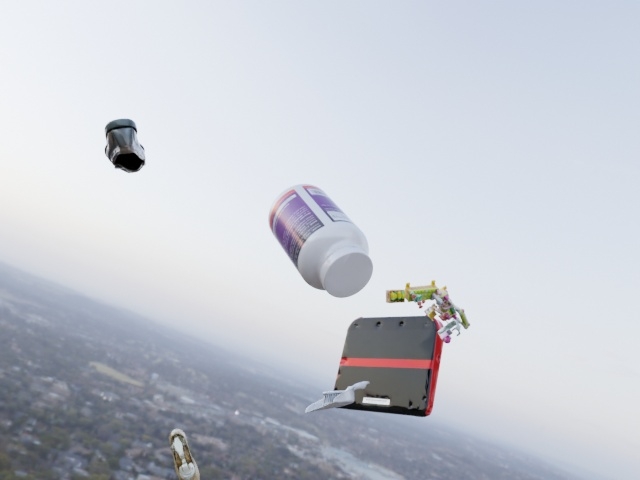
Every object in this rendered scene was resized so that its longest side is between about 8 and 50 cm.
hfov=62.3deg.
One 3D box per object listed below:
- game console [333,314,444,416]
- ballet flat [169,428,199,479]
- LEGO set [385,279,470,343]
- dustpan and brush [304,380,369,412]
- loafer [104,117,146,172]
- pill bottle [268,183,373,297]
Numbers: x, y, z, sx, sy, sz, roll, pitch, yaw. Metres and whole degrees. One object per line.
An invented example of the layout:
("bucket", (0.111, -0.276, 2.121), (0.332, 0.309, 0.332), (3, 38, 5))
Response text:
("game console", (0.229, 0.419, 1.815), (0.386, 0.342, 0.060), (-9, -35, 38))
("ballet flat", (-0.467, 0.744, 1.796), (0.206, 0.073, 0.067), (63, -15, 13))
("LEGO set", (0.316, 0.190, 1.460), (0.287, 0.132, 0.107), (34, 10, -32))
("dustpan and brush", (0.069, 0.450, 1.552), (0.211, 0.060, 0.147), (5, -28, -36))
("loafer", (-0.480, -0.207, 1.307), (0.096, 0.084, 0.267), (-15, -9, -16))
("pill bottle", (0.000, 0.000, 1.310), (0.181, 0.182, 0.323), (32, 12, -38))
